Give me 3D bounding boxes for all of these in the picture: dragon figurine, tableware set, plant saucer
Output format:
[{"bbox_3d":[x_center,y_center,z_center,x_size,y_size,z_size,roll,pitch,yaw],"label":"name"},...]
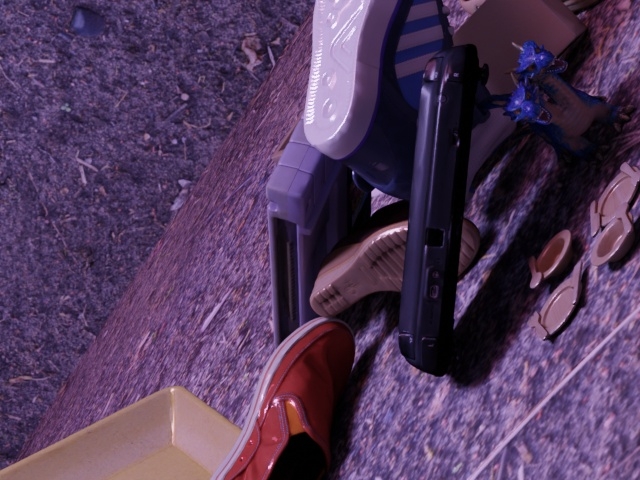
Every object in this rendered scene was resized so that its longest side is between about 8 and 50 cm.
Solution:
[{"bbox_3d":[0.214,-0.143,1.608,0.085,0.144,0.289,-56,13,4],"label":"dragon figurine"},{"bbox_3d":[0.236,0.007,1.449,0.169,0.020,0.141,-51,14,25],"label":"tableware set"},{"bbox_3d":[-0.239,0.320,1.936,0.333,0.081,0.333,-26,24,-21],"label":"plant saucer"}]

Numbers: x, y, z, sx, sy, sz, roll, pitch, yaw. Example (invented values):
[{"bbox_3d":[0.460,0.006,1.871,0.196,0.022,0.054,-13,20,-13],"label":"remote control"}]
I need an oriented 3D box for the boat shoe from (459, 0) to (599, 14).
[{"bbox_3d":[0.282,-0.335,1.889,0.341,0.110,0.121,-41,20,52],"label":"boat shoe"}]

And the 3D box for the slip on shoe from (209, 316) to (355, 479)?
[{"bbox_3d":[-0.026,0.218,1.769,0.101,0.123,0.331,-2,41,33],"label":"slip on shoe"}]

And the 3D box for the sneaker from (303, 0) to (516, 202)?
[{"bbox_3d":[0.116,-0.194,1.769,0.130,0.236,0.323,-16,57,51],"label":"sneaker"}]

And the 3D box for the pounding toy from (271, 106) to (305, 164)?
[{"bbox_3d":[0.051,-0.180,2.448,0.206,0.094,0.181,-14,39,59],"label":"pounding toy"}]

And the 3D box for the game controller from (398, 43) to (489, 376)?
[{"bbox_3d":[0.124,-0.030,1.577,0.166,0.067,0.319,-5,-79,-78],"label":"game controller"}]

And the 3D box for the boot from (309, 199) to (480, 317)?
[{"bbox_3d":[0.107,-0.014,1.841,0.248,0.090,0.207,-25,18,39],"label":"boot"}]

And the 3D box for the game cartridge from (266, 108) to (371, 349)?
[{"bbox_3d":[0.004,-0.026,1.959,0.355,0.068,0.230,89,-155,-52],"label":"game cartridge"}]

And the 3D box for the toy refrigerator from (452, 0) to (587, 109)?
[{"bbox_3d":[0.172,-0.179,1.857,0.269,0.102,0.094,-46,-4,22],"label":"toy refrigerator"}]
